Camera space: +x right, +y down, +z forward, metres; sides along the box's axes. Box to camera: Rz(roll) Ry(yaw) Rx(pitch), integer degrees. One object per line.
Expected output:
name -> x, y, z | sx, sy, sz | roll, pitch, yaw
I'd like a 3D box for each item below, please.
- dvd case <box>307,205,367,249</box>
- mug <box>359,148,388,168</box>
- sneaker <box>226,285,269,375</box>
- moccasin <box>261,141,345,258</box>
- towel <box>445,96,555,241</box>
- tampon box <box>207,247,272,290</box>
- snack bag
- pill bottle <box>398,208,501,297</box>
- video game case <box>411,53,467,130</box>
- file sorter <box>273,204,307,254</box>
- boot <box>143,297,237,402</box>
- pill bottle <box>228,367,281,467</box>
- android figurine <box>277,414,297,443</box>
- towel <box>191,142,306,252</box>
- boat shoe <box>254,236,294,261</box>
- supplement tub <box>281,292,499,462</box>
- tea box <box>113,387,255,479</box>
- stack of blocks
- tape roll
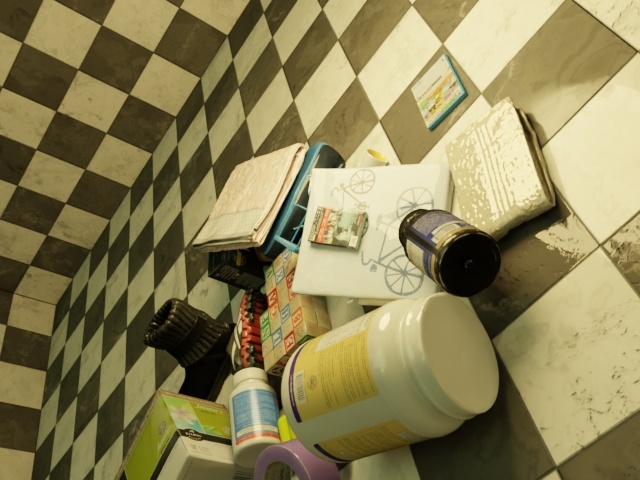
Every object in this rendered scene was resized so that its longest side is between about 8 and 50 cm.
dvd case -> 0.036, -0.029, 1.399 | 0.119, 0.013, 0.087 | 7, 72, 28
mug -> 0.131, -0.185, 1.600 | 0.062, 0.078, 0.064 | 40, 117, 24
sneaker -> -0.199, 0.257, 1.757 | 0.135, 0.098, 0.276 | -36, 44, 37
moccasin -> -0.037, -0.094, 1.719 | 0.342, 0.117, 0.138 | -60, 23, 3
towel -> 0.339, -0.130, 1.245 | 0.187, 0.049, 0.282 | -39, 42, 40
tampon box -> -0.232, 0.060, 1.877 | 0.101, 0.161, 0.120 | -38, 42, 36
snack bag -> 0.106, -0.014, 1.389 | 0.342, 0.037, 0.323 | 0, 69, 25
pill bottle -> 0.225, 0.011, 1.182 | 0.123, 0.123, 0.219 | -62, 21, 8
video game case -> 0.277, -0.351, 1.514 | 0.119, 0.015, 0.166 | -44, 37, 31
file sorter -> 0.000, 0.000, 1.559 | 0.104, 0.170, 0.118 | -61, 31, 2
boot -> -0.399, 0.341, 1.850 | 0.348, 0.260, 0.131 | -61, 32, 9
pill bottle -> -0.160, 0.425, 1.565 | 0.124, 0.124, 0.221 | -48, 36, 28
android figurine -> -0.017, 0.372, 1.427 | 0.248, 0.056, 0.273 | -52, 39, 33
towel -> -0.203, -0.113, 1.783 | 0.332, 0.053, 0.317 | -7, 51, 51
boat shoe -> -0.142, -0.086, 1.881 | 0.116, 0.123, 0.324 | -29, 46, 48
supplement tub -> 0.117, 0.245, 1.139 | 0.331, 0.241, 0.241 | -31, 46, 38
tea box -> -0.355, 0.614, 1.645 | 0.329, 0.220, 0.323 | -63, 32, 5
stack of blocks -> -0.072, 0.177, 1.628 | 0.171, 0.087, 0.297 | -46, 37, 31
tape roll -> -0.048, 0.506, 1.320 | 0.189, 0.080, 0.189 | 1, 92, 44
